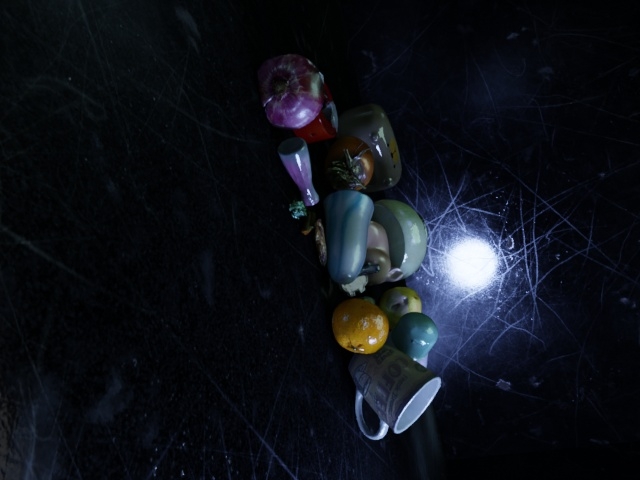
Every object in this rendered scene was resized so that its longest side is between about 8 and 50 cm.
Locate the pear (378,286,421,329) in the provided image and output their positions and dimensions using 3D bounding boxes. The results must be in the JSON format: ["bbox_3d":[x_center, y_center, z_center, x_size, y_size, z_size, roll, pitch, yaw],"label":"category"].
[{"bbox_3d":[0.313,0.270,2.041,0.178,0.178,0.177,-12,90,-75],"label":"pear"}]

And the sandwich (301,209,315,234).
[{"bbox_3d":[-0.038,-0.055,1.568,0.026,0.069,0.101,22,37,-17],"label":"sandwich"}]

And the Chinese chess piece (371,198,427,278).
[{"bbox_3d":[0.291,-0.001,2.201,0.147,0.349,0.348,-8,84,-35],"label":"Chinese chess piece"}]

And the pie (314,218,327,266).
[{"bbox_3d":[0.000,0.000,1.698,0.092,0.034,0.169,52,30,-67],"label":"pie"}]

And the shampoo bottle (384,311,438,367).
[{"bbox_3d":[0.296,0.403,1.871,0.151,0.222,0.349,-85,-164,-55],"label":"shampoo bottle"}]

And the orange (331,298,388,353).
[{"bbox_3d":[0.125,0.277,1.655,0.161,0.194,0.193,-67,150,-24],"label":"orange"}]

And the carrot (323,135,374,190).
[{"bbox_3d":[0.116,-0.291,2.040,0.331,0.215,0.193,-65,138,-62],"label":"carrot"}]

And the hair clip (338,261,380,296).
[{"bbox_3d":[0.132,0.122,1.906,0.056,0.187,0.145,-6,-80,60],"label":"hair clip"}]

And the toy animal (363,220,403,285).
[{"bbox_3d":[0.183,0.045,2.045,0.213,0.195,0.255,4,79,-38],"label":"toy animal"}]

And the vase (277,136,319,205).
[{"bbox_3d":[-0.058,-0.200,1.570,0.086,0.086,0.214,-87,163,-46],"label":"vase"}]

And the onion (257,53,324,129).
[{"bbox_3d":[-0.076,-0.432,1.501,0.200,0.201,0.207,49,37,-61],"label":"onion"}]

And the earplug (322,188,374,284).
[{"bbox_3d":[0.086,0.003,1.783,0.185,0.185,0.323,61,28,-48],"label":"earplug"}]

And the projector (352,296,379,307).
[{"bbox_3d":[0.181,0.320,1.999,0.269,0.088,0.193,32,47,-70],"label":"projector"}]

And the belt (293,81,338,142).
[{"bbox_3d":[-0.028,-0.453,1.821,0.324,0.115,0.227,-15,94,-74],"label":"belt"}]

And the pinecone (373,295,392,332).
[{"bbox_3d":[0.300,0.325,2.230,0.221,0.222,0.221,-12,90,-75],"label":"pinecone"}]

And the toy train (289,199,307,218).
[{"bbox_3d":[-0.067,-0.092,1.528,0.083,0.033,0.053,16,58,-73],"label":"toy train"}]

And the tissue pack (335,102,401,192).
[{"bbox_3d":[0.222,-0.410,2.406,0.276,0.268,0.386,-79,153,-52],"label":"tissue pack"}]

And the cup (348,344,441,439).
[{"bbox_3d":[0.206,0.492,1.713,0.257,0.301,0.227,36,7,34],"label":"cup"}]
